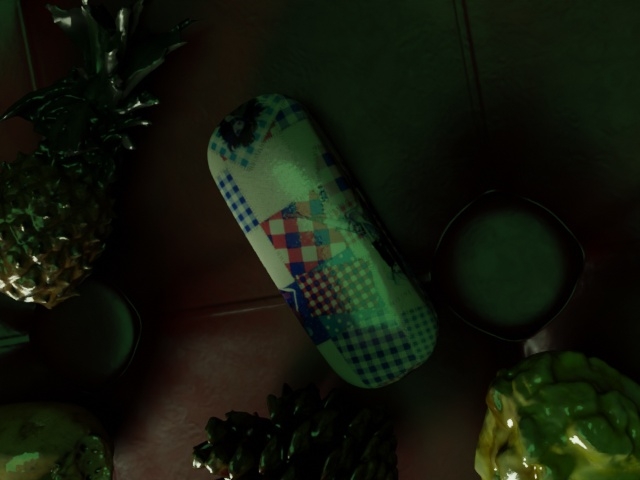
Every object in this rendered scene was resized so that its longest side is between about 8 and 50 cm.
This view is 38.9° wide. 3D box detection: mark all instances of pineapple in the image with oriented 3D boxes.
[{"bbox_3d":[-0.267,-0.114,0.990,0.165,0.165,0.364,25,94,14],"label":"pineapple"}]

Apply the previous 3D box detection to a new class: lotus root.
[{"bbox_3d":[-0.372,0.270,1.046,0.284,0.146,0.160,-11,73,21],"label":"lotus root"}]

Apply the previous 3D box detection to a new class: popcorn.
[{"bbox_3d":[0.225,0.195,0.823,0.167,0.187,0.185,21,92,22],"label":"popcorn"}]

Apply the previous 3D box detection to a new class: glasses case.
[{"bbox_3d":[0.000,0.000,0.937,0.125,0.076,0.327,-34,83,19],"label":"glasses case"}]

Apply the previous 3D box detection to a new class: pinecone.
[{"bbox_3d":[-0.022,0.231,0.917,0.204,0.184,0.179,22,112,40],"label":"pinecone"}]
